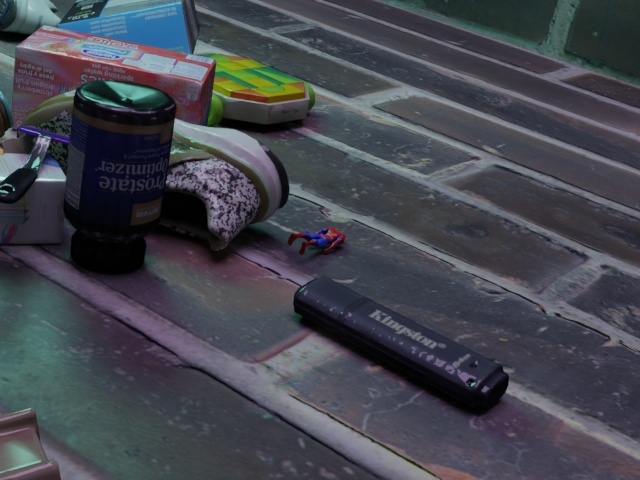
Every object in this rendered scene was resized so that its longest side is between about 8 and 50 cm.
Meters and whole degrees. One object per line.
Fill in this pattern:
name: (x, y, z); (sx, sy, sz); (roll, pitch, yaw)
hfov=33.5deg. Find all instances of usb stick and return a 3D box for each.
usb stick: (0.089, 0.116, 1.250); (0.278, 0.045, 0.077); (26, 27, 29)

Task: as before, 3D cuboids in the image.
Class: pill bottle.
pill bottle: (-0.250, -0.077, 1.305); (0.122, 0.219, 0.123); (9, 24, -4)

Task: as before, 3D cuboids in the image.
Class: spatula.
spatula: (-0.355, -0.099, 1.313); (0.084, 0.030, 0.296); (15, 23, -7)

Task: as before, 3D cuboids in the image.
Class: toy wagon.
toy wagon: (-0.187, -0.299, 2.021); (0.344, 0.068, 0.267); (29, 29, 33)

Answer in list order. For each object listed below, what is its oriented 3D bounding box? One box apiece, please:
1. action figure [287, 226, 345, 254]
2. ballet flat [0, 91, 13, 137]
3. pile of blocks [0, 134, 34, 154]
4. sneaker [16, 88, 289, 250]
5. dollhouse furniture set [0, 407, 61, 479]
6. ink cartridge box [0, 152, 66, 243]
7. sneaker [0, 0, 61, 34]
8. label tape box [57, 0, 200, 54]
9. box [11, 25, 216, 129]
action figure: (0.000, 0.000, 1.490); (0.038, 0.030, 0.115); (33, 26, 29)
ballet flat: (-0.595, -0.239, 1.679); (0.124, 0.116, 0.342); (-23, 41, -22)
pile of blocks: (-0.537, -0.132, 1.435); (0.362, 0.149, 0.112); (32, -22, -8)
sneaker: (-0.258, -0.090, 1.456); (0.410, 0.158, 0.182); (14, 41, 17)
dollhouse furniture set: (-0.313, 0.228, 0.760); (0.259, 0.135, 0.262); (-13, 32, -24)
ink cartridge box: (-0.403, -0.054, 1.344); (0.143, 0.090, 0.092); (-1, 26, -26)
sneaker: (-0.625, -0.489, 2.234); (0.129, 0.111, 0.297); (17, 23, -30)
label tape box: (-0.364, -0.398, 2.031); (0.240, 0.106, 0.334); (-10, 24, 1)
box: (-0.333, -0.239, 1.726); (0.299, 0.142, 0.154); (11, 24, -2)
